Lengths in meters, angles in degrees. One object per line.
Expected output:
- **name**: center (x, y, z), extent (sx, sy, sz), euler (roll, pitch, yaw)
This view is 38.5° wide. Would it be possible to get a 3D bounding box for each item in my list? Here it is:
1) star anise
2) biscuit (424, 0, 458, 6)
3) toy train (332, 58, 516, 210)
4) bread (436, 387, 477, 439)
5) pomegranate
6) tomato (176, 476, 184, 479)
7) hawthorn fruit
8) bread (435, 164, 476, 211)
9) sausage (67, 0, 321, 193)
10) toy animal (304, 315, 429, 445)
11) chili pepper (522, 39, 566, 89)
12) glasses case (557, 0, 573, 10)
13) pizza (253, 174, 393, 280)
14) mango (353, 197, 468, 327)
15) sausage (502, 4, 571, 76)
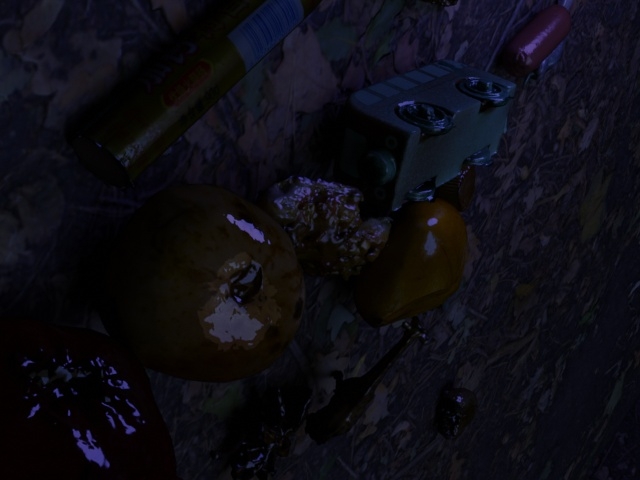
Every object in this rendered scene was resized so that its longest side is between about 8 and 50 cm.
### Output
- **star anise**: center (-0.075, 0.261, 1.284), extent (0.177, 0.073, 0.234), euler (-51, 162, -18)
- **biscuit**: center (0.134, -0.373, 1.182), extent (0.231, 0.025, 0.131), euler (-11, 121, -51)
- **toy train**: center (0.135, -0.149, 1.224), extent (0.326, 0.159, 0.129), euler (-29, 137, -46)
- **bread**: center (0.273, 0.341, 1.844), extent (0.082, 0.060, 0.113), euler (-18, 129, -47)
- **pomegranate**: center (-0.129, 0.049, 0.962), extent (0.215, 0.215, 0.215), euler (-33, 137, -38)
- **tomato**: center (-0.208, 0.366, 1.124), extent (0.167, 0.167, 0.167), euler (-33, 137, -38)
- **hawthorn fruit**: center (-0.273, 0.225, 0.843), extent (0.265, 0.265, 0.307), euler (-18, 140, -48)
- **bread**: center (0.212, -0.088, 1.466), extent (0.085, 0.053, 0.085), euler (-39, 136, -50)
- **sausage**: center (-0.096, -0.197, 0.941), extent (0.371, 0.082, 0.082), euler (-48, 144, -23)
- **toy animal**: center (0.059, 0.214, 1.351), extent (0.275, 0.054, 0.149), euler (-48, -174, 43)
- **chili pepper**: center (0.389, -0.316, 1.560), extent (0.153, 0.041, 0.050), euler (-48, -174, -22)
- **glasses case**: center (0.417, -0.425, 1.539), extent (0.032, 0.021, 0.083), euler (-17, 126, -45)
- **pizza**: center (0.000, 0.000, 1.136), extent (0.305, 0.161, 0.085), euler (40, 43, -65)
- **mango**: center (0.132, 0.020, 1.295), extent (0.187, 0.138, 0.257), euler (-33, 162, -25)
- **sausage**: center (0.349, -0.322, 1.480), extent (0.154, 0.062, 0.062), euler (-45, 143, -27)
